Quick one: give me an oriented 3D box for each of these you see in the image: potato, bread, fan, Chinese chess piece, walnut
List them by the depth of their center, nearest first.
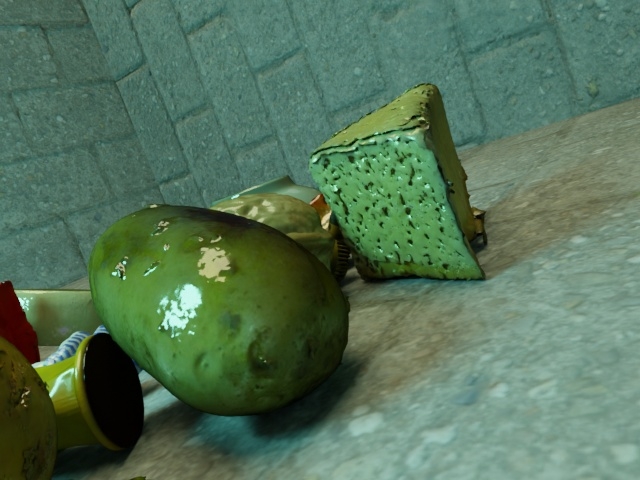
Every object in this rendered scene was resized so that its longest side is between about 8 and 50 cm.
[{"bbox_3d":[-0.107,0.057,0.528,0.308,0.173,0.210,20,16,35],"label":"potato"},{"bbox_3d":[-0.094,0.030,0.749,0.245,0.198,0.198,-15,8,-16],"label":"walnut"},{"bbox_3d":[0.176,-0.097,0.756,0.315,0.248,0.279,-38,21,-23],"label":"bread"},{"bbox_3d":[0.027,-0.004,0.843,0.039,0.154,0.082,7,18,-20],"label":"fan"},{"bbox_3d":[-0.470,0.135,0.955,0.251,0.097,0.251,1,-6,0],"label":"Chinese chess piece"}]

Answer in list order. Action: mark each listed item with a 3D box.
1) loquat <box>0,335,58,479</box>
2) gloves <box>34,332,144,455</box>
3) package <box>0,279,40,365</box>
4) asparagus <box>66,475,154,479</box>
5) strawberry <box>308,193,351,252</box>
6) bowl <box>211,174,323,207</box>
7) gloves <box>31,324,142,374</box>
[{"bbox_3d":[-0.303,0.155,0.353,0.235,0.234,0.235,-19,9,3],"label":"loquat"},{"bbox_3d":[-0.341,0.191,0.523,0.295,0.132,0.116,-18,21,0],"label":"gloves"},{"bbox_3d":[-0.610,0.221,0.710,0.424,0.195,0.123,-23,14,-23],"label":"package"},{"bbox_3d":[-0.178,0.204,0.414,0.165,0.030,0.036,-15,21,25],"label":"asparagus"},{"bbox_3d":[0.000,0.000,0.950,0.188,0.121,0.082,-43,-16,-16],"label":"strawberry"},{"bbox_3d":[-0.116,-0.024,1.115,0.354,0.185,0.354,-19,9,3],"label":"bowl"},{"bbox_3d":[-0.312,0.181,0.645,0.229,0.119,0.097,-32,50,-12],"label":"gloves"}]
